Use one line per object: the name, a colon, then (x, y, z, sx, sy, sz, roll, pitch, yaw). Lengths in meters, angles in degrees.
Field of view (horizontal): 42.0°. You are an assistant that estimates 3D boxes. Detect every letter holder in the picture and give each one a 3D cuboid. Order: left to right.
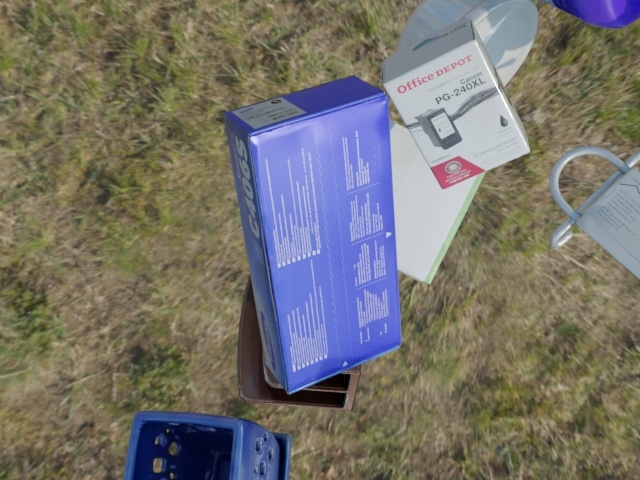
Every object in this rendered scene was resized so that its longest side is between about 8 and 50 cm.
letter holder: (-0.039, 0.127, 1.485, 0.214, 0.152, 0.301, 4, 55, -2)

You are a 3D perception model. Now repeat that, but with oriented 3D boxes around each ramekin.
ramekin: (0.258, -0.358, 1.526, 0.273, 0.273, 0.127, -47, 65, 9)

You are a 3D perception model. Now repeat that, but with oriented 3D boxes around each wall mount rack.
wall mount rack: (0.527, -0.032, 1.254, 0.304, 0.130, 0.350, -45, 71, 4)

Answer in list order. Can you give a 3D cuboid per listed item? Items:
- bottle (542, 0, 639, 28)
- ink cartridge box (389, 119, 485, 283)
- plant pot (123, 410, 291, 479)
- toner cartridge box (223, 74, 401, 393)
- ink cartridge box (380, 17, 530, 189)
bottle: (0.137, -0.264, 0.643, 0.092, 0.118, 0.283, -43, 53, -8)
ink cartridge box: (0.072, -0.068, 1.065, 0.235, 0.056, 0.171, 25, 94, -13)
plant pot: (-0.180, 0.419, 1.413, 0.236, 0.212, 0.236, -4, 72, 29)
toner cartridge box: (0.000, 0.000, 0.964, 0.165, 0.075, 0.347, -19, 124, -20)
ink cartridge box: (0.147, -0.147, 0.910, 0.109, 0.063, 0.150, -24, 120, 20)
